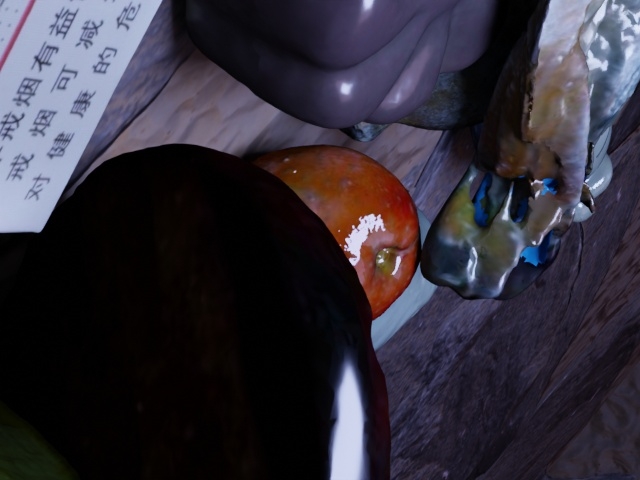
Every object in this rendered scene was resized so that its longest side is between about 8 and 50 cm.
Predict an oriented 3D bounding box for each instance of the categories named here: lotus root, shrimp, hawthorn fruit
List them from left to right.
[{"bbox_3d":[0.000,0.000,1.377,0.173,0.173,0.173,-46,158,-24],"label":"hawthorn fruit"},{"bbox_3d":[0.142,-0.193,1.422,0.349,0.175,0.175,-40,155,-30],"label":"lotus root"},{"bbox_3d":[0.198,-0.147,1.284,0.221,0.110,0.446,-21,136,-60],"label":"shrimp"}]

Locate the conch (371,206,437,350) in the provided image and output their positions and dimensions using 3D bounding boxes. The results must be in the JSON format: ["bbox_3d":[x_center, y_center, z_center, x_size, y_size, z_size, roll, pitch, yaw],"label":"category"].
[{"bbox_3d":[0.015,0.052,1.512,0.221,0.121,0.185,-40,-167,-9],"label":"conch"}]

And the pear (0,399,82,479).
[{"bbox_3d":[-0.242,0.191,1.012,0.164,0.255,0.238,-63,164,16],"label":"pear"}]

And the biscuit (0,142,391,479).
[{"bbox_3d":[-0.097,0.142,1.061,0.091,0.407,0.407,12,114,-39],"label":"biscuit"}]

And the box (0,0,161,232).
[{"bbox_3d":[-0.214,-0.111,0.826,0.210,0.095,0.330,-61,161,13],"label":"box"}]

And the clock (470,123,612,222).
[{"bbox_3d":[0.241,-0.114,1.778,0.146,0.200,0.243,-18,167,10],"label":"clock"}]

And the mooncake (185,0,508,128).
[{"bbox_3d":[0.046,-0.216,1.179,0.306,0.154,0.306,-44,158,-23],"label":"mooncake"}]
